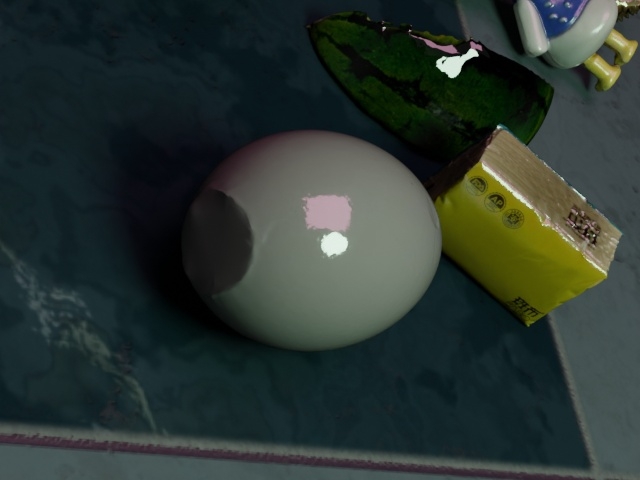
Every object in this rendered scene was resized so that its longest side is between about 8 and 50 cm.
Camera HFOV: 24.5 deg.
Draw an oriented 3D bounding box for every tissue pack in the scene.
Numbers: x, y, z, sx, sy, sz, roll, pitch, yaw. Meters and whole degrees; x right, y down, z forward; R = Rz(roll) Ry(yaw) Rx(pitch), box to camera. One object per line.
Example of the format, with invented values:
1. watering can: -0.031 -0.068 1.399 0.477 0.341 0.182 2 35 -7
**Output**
1. tissue pack: 0.180 -0.011 1.378 0.169 0.120 0.082 40 45 -12

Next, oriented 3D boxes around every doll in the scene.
1. doll: 0.233 -0.284 1.638 0.293 0.119 0.138 40 69 -18

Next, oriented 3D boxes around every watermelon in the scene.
1. watermelon: 0.128 -0.154 1.481 0.301 0.123 0.129 17 19 -31

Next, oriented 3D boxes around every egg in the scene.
1. egg: 0.000 0.000 1.175 0.232 0.176 0.176 -1 61 -52

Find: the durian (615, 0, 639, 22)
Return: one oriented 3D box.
1. durian: 0.334 -0.316 1.763 0.148 0.091 0.188 39 56 1
